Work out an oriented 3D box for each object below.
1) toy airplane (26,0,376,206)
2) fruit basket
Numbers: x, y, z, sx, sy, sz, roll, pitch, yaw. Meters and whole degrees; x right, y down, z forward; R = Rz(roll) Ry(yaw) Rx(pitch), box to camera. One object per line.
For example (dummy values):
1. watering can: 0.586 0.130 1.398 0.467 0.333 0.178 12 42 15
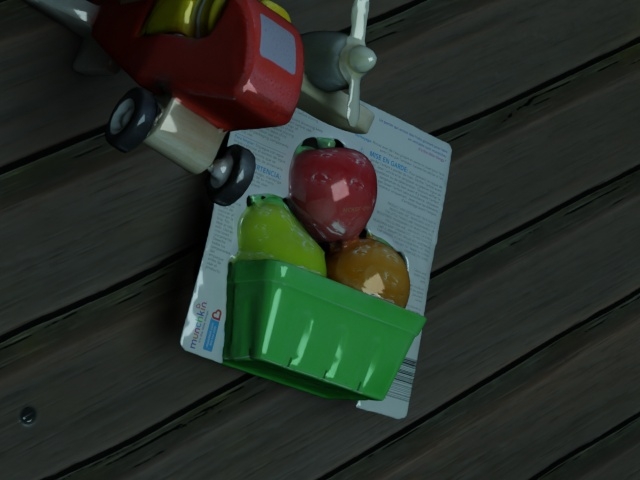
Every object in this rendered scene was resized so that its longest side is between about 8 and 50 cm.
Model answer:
1. toy airplane: -0.128 -0.233 1.536 0.272 0.384 0.386 -56 168 8
2. fruit basket: 0.000 0.000 1.807 0.327 0.165 0.353 21 67 -35
